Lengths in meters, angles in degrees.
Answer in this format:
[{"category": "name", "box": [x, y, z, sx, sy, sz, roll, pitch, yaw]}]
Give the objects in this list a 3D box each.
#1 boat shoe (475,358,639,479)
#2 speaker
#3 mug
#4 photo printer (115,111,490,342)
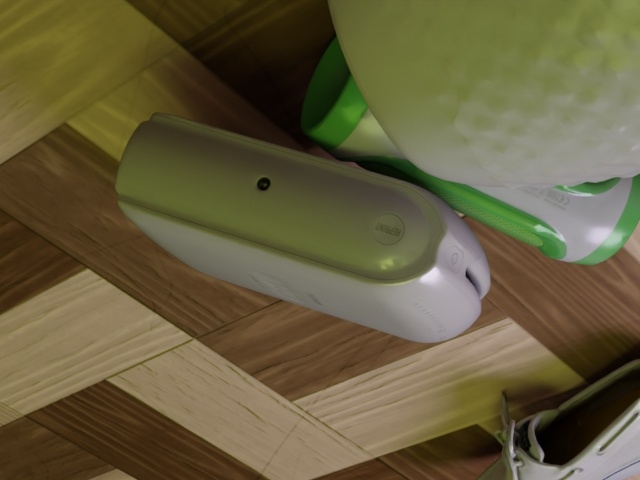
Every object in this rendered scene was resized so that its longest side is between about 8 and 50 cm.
[{"category": "boat shoe", "box": [0.267, 0.242, 1.501, 0.156, 0.135, 0.367, 30, 134, -26]}, {"category": "speaker", "box": [0.137, -0.082, 1.120, 0.297, 0.131, 0.131, 24, 139, -19]}, {"category": "mug", "box": [0.197, -0.190, 0.811, 0.328, 0.374, 0.276, -23, 101, 23]}, {"category": "photo printer", "box": [0.000, 0.000, 1.148, 0.308, 0.107, 0.256, 17, 169, 16]}]
